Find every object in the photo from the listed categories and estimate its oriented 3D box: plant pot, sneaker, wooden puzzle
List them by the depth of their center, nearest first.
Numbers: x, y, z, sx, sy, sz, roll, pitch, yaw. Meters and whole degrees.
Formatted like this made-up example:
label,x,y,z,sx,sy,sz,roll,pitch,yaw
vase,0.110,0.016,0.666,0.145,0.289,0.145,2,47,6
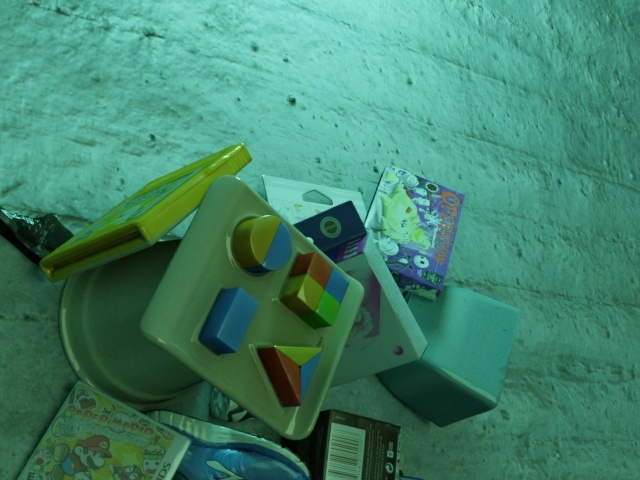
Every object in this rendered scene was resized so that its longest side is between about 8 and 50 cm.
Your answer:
label,x,y,z,sx,sy,sz,roll,pitch,yaw
wooden puzzle,-0.084,0.106,1.493,0.348,0.080,0.322,39,57,-26
sneaker,-0.498,-0.021,1.606,0.170,0.051,0.089,49,52,-25
plant pot,-0.240,0.122,1.614,0.333,0.305,0.334,12,70,-38
sneaker,-0.176,0.417,1.679,0.329,0.130,0.147,16,75,-6
sneaker,-0.122,0.248,1.821,0.153,0.094,0.235,19,69,-39
plant pot,0.257,0.237,2.062,0.252,0.247,0.248,29,60,-11

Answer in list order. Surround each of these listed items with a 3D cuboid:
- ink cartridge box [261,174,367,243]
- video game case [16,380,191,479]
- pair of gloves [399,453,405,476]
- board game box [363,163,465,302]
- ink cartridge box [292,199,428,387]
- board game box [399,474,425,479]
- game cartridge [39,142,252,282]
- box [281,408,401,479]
label,x,y,z,sx,sy,sz,roll,pitch,yaw
ink cartridge box,0.000,0.000,2.012,0.296,0.066,0.261,7,54,-39
video game case,-0.366,0.379,1.557,0.227,0.026,0.206,28,62,-2
pair of gloves,0.102,0.565,1.964,0.240,0.042,0.204,3,77,-39
board game box,0.203,-0.026,2.082,0.208,0.056,0.347,25,42,-3
ink cartridge box,-0.004,0.128,1.802,0.330,0.324,0.071,61,30,-10
board game box,0.163,0.706,1.924,0.347,0.078,0.233,-52,122,-35
game cartridge,-0.298,-0.056,1.598,0.053,0.285,0.324,59,40,-16
box,0.033,0.441,1.810,0.167,0.203,0.169,18,65,-24
